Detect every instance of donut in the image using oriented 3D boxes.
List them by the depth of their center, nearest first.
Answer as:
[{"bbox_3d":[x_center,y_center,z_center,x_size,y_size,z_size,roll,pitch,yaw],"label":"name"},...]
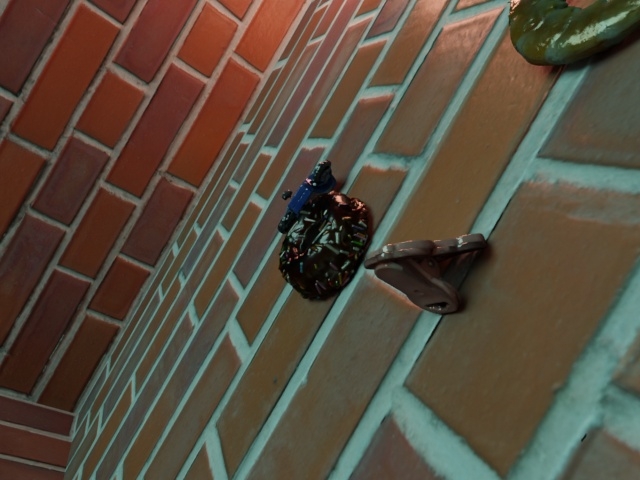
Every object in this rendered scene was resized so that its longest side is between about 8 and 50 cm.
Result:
[{"bbox_3d":[0.000,0.000,0.893,0.235,0.089,0.235,-43,29,31],"label":"donut"}]

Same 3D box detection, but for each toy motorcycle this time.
[{"bbox_3d":[-0.027,-0.099,1.038,0.205,0.076,0.114,-55,-15,18],"label":"toy motorcycle"}]

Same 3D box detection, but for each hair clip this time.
[{"bbox_3d":[0.130,0.021,0.583,0.123,0.138,0.102,-35,30,54],"label":"hair clip"}]

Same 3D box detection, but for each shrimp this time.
[{"bbox_3d":[0.357,-0.320,0.593,0.287,0.068,0.185,19,82,62],"label":"shrimp"}]
